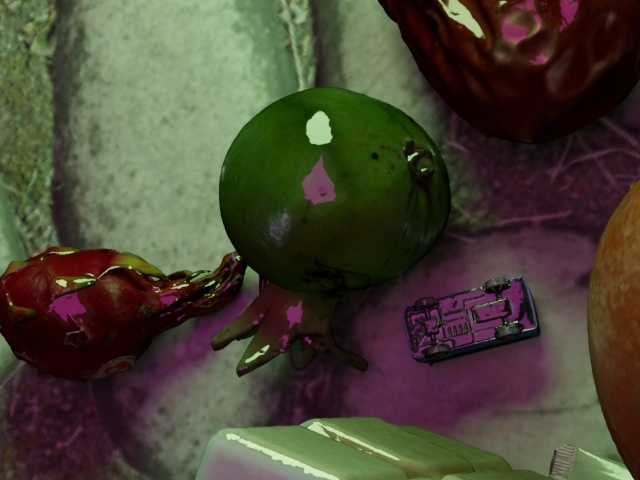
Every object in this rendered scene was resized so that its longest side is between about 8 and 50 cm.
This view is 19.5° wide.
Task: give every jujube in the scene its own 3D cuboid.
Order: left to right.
[{"bbox_3d":[0.110,-0.167,1.181,0.155,0.155,0.230,-43,61,3],"label":"jujube"}]

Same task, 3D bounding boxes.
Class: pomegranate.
[{"bbox_3d":[0.000,0.000,1.177,0.131,0.152,0.191,31,102,40],"label":"pomegranate"}]

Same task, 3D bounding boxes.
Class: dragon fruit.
[{"bbox_3d":[-0.127,0.044,1.236,0.190,0.094,0.094,-7,76,3],"label":"dragon fruit"}]

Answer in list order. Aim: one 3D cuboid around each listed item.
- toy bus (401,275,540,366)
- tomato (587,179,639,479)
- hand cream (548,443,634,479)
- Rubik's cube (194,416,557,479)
[{"bbox_3d":[0.097,0.052,1.188,0.083,0.046,0.038,-16,74,10],"label":"toy bus"},{"bbox_3d":[0.264,0.054,0.926,0.265,0.265,0.265,-4,77,15],"label":"tomato"},{"bbox_3d":[0.243,0.188,1.118,0.234,0.050,0.080,13,90,23],"label":"hand cream"},{"bbox_3d":[0.086,0.291,0.972,0.319,0.316,0.322,20,91,21],"label":"Rubik's cube"}]
